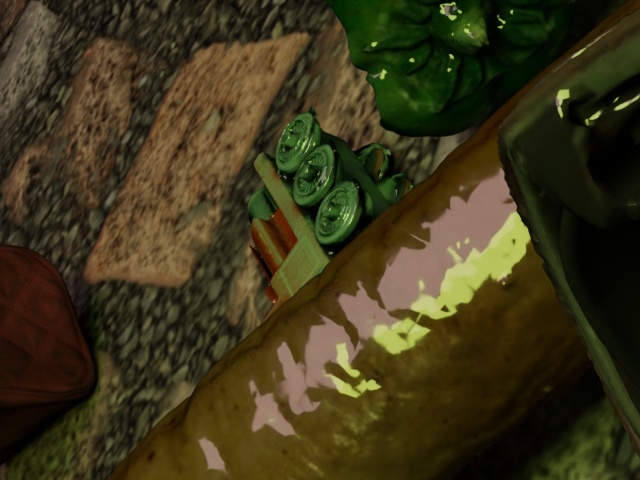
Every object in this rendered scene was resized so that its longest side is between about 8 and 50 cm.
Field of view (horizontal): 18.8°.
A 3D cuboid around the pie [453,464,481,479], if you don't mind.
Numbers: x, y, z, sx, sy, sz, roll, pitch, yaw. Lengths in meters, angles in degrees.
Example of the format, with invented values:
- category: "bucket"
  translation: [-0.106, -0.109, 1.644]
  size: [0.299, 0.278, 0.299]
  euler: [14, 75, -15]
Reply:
- category: "pie"
  translation: [0.040, 0.148, 1.000]
  size: [0.170, 0.034, 0.092]
  euler: [-11, 60, 54]

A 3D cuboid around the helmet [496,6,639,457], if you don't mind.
- category: "helmet"
  translation: [0.230, 0.003, 0.648]
  size: [0.197, 0.271, 0.338]
  euler: [-36, 19, -25]

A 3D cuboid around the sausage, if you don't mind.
- category: "sausage"
  translation: [0.070, 0.033, 0.927]
  size: [0.501, 0.123, 0.136]
  euler: [-43, -11, 15]

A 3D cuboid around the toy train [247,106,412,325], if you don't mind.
- category: "toy train"
  translation: [0.000, 0.000, 1.154]
  size: [0.118, 0.074, 0.176]
  euler: [-56, 32, 15]

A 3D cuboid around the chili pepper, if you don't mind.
- category: "chili pepper"
  translation: [0.053, -0.223, 1.148]
  size: [0.167, 0.213, 0.385]
  euler: [-26, 39, 3]

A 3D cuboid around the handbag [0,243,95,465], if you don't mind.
- category: "handbag"
  translation: [-0.283, 0.080, 1.361]
  size: [0.135, 0.225, 0.146]
  euler: [-38, 60, 39]
